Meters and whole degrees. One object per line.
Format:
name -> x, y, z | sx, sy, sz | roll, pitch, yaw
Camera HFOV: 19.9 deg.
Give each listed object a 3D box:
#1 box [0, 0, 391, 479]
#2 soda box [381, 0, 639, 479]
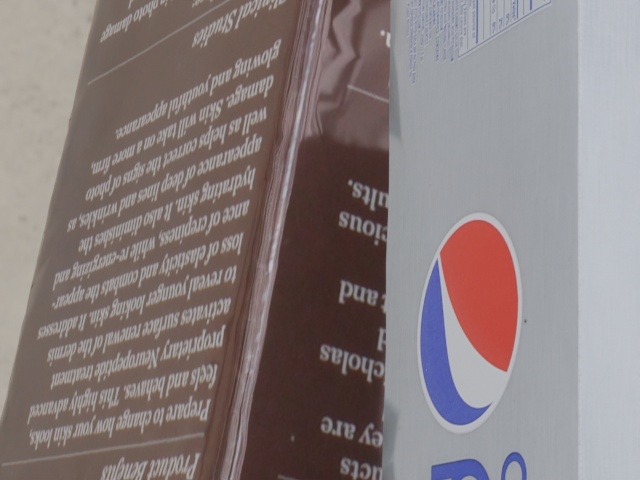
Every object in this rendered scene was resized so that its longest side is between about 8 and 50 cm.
box -> 0.000, 0.000, 0.608 | 0.143, 0.191, 0.381 | 20, 72, -26
soda box -> 0.074, 0.071, 0.399 | 0.098, 0.091, 0.286 | 8, 75, -22
